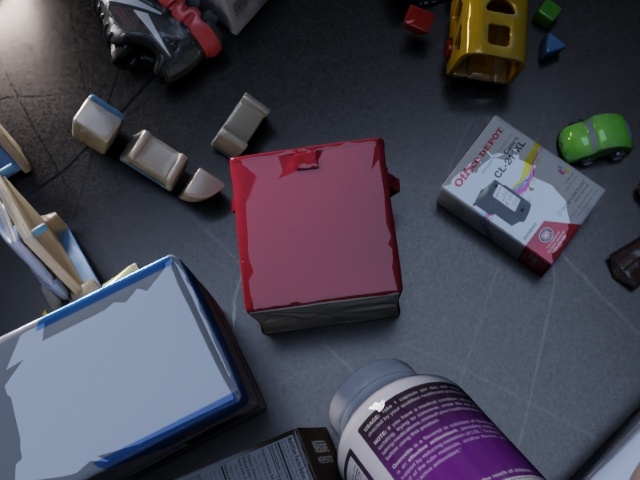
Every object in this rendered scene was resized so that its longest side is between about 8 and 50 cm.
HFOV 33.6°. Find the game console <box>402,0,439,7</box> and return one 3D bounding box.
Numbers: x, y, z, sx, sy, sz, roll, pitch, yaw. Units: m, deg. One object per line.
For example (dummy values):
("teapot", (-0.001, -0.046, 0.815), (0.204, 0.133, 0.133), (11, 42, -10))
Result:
("game console", (0.132, -0.392, 1.474), (0.071, 0.107, 0.122), (-27, 74, 25))

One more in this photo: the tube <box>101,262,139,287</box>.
("tube", (-0.325, 0.126, 1.378), (0.240, 0.070, 0.062), (-29, 34, -11))

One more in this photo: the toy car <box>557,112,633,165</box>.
("toy car", (0.430, -0.148, 1.405), (0.225, 0.053, 0.239), (-12, 76, 0))

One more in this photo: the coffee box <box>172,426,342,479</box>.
("coffee box", (-0.100, 0.310, 1.250), (0.246, 0.141, 0.098), (-24, 76, 10))

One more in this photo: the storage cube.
("storage cube", (0.000, 0.000, 1.324), (0.215, 0.183, 0.193), (-7, 77, 1))

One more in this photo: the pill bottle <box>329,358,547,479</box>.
("pill bottle", (0.139, 0.276, 1.198), (0.181, 0.181, 0.323), (-36, 42, -6))

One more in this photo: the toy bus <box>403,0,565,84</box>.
("toy bus", (0.228, -0.310, 1.407), (0.191, 0.104, 0.202), (-39, 86, -16))

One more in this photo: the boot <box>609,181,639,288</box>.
("boot", (0.412, -0.006, 1.383), (0.114, 0.037, 0.106), (-37, 75, -1))

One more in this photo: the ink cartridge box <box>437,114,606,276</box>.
("ink cartridge box", (0.258, -0.058, 1.382), (0.175, 0.072, 0.127), (36, 81, 10))

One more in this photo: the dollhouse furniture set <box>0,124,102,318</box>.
("dollhouse furniture set", (-0.443, -0.021, 1.290), (0.198, 0.286, 0.303), (-34, 62, -5))

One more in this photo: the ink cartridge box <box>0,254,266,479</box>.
("ink cartridge box", (-0.227, 0.177, 1.185), (0.285, 0.395, 0.166), (-26, 80, -4))

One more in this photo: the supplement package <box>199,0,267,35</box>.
("supplement package", (-0.174, -0.424, 1.460), (0.244, 0.139, 0.134), (38, 80, 12))

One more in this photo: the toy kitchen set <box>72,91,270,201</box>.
("toy kitchen set", (-0.201, -0.161, 1.428), (0.207, 0.122, 0.166), (33, 79, -10))

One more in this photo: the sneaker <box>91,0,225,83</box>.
("sneaker", (-0.269, -0.315, 1.458), (0.276, 0.097, 0.135), (39, 79, 10))

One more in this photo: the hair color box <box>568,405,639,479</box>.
("hair color box", (0.385, 0.337, 1.259), (0.374, 0.113, 0.185), (-44, 78, -8))
